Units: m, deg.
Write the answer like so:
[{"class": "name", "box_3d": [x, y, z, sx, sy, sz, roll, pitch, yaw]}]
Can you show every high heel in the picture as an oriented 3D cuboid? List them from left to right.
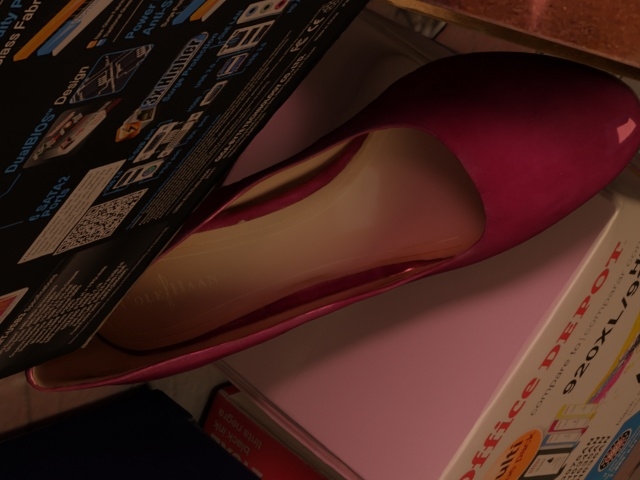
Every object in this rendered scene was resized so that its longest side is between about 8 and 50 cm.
[{"class": "high heel", "box_3d": [0.000, 0.000, 0.668, 0.082, 0.244, 0.117, 67, 32, -20]}]

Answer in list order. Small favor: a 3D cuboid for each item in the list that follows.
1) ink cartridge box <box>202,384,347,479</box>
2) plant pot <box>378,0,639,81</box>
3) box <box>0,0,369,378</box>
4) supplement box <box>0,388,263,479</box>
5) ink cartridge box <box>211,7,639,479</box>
[{"class": "ink cartridge box", "box_3d": [-0.011, 0.185, 1.000, 0.172, 0.100, 0.237, -15, 133, -53]}, {"class": "plant pot", "box_3d": [0.118, -0.191, 0.652, 0.237, 0.237, 0.254, 6, 102, -61]}, {"class": "box", "box_3d": [-0.120, -0.031, 0.479, 0.293, 0.073, 0.295, -20, 159, -48]}, {"class": "supplement box", "box_3d": [-0.126, 0.279, 0.815, 0.195, 0.194, 0.356, -15, 135, -53]}, {"class": "ink cartridge box", "box_3d": [0.074, 0.017, 0.855, 0.171, 0.168, 0.233, -59, 153, 12]}]
